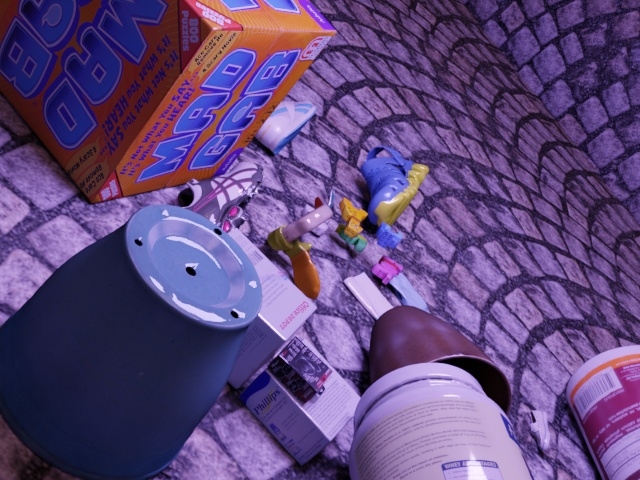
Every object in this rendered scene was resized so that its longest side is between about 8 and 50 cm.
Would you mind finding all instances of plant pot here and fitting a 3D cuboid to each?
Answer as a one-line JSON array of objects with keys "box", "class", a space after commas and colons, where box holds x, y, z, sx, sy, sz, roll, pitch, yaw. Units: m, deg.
[{"box": [-0.211, 0.103, 1.077, 0.271, 0.255, 0.271, 30, 30, -20], "class": "plant pot"}, {"box": [0.166, 0.212, 1.481, 0.215, 0.215, 0.230, 27, 18, -26], "class": "plant pot"}]

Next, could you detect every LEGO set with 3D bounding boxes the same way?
[{"box": [0.071, -0.006, 1.721, 0.227, 0.087, 0.093, 32, 28, -5], "class": "LEGO set"}]

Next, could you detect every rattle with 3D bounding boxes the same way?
[{"box": [0.000, 0.000, 1.630, 0.143, 0.130, 0.200, 45, 19, 5], "class": "rattle"}]

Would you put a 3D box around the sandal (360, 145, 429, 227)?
[{"box": [0.139, -0.121, 1.964, 0.138, 0.126, 0.317, 38, 21, -2], "class": "sandal"}]

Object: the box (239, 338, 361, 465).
[{"box": [-0.025, 0.233, 1.319, 0.137, 0.072, 0.126, 47, 30, 7], "class": "box"}]

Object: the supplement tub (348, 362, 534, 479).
[{"box": [0.164, 0.340, 1.187, 0.235, 0.235, 0.325, 29, 24, -24], "class": "supplement tub"}]

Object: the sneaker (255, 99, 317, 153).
[{"box": [-0.077, -0.261, 1.907, 0.092, 0.087, 0.228, 40, 27, 0], "class": "sneaker"}]

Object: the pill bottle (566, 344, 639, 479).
[{"box": [0.646, 0.416, 1.746, 0.224, 0.224, 0.392, 23, 34, -31], "class": "pill bottle"}]

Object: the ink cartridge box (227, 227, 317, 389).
[{"box": [-0.122, 0.099, 1.322, 0.176, 0.127, 0.128, 44, 28, 3], "class": "ink cartridge box"}]

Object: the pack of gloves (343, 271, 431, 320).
[{"box": [0.174, 0.134, 1.727, 0.232, 0.046, 0.195, 50, 30, 13], "class": "pack of gloves"}]

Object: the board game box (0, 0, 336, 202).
[{"box": [-0.272, -0.331, 1.477, 0.356, 0.356, 0.356, 49, 29, 12], "class": "board game box"}]

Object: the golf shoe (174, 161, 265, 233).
[{"box": [-0.173, -0.076, 1.527, 0.120, 0.105, 0.273, 30, 30, -8], "class": "golf shoe"}]

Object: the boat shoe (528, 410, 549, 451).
[{"box": [0.417, 0.364, 1.737, 0.035, 0.035, 0.100, 11, 37, 0], "class": "boat shoe"}]

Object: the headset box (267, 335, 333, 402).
[{"box": [-0.025, 0.184, 1.276, 0.083, 0.032, 0.062, 44, 31, 1], "class": "headset box"}]
